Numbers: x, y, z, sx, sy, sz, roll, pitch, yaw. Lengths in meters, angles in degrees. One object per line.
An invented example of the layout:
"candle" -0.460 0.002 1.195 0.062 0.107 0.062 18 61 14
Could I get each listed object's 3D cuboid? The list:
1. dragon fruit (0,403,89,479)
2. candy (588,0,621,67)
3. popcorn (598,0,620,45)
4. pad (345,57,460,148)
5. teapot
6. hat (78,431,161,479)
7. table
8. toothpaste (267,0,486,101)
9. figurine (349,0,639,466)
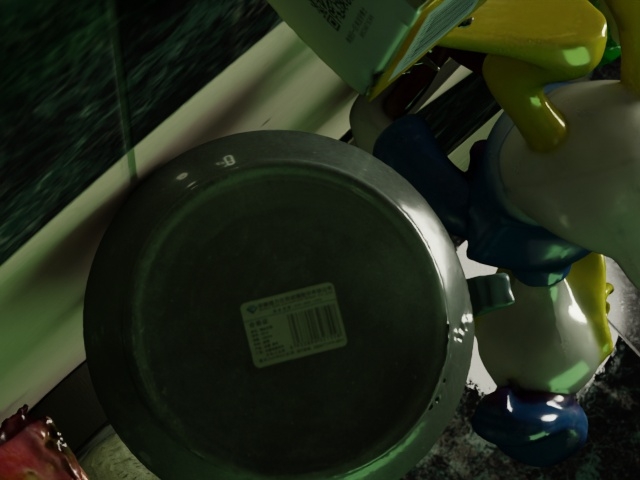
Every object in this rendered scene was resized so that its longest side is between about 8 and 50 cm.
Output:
"dragon fruit" -0.211 0.233 1.137 0.261 0.189 0.163 -59 -170 9
"candy" 0.275 -0.215 1.836 0.141 0.078 0.203 -41 -179 -12
"popcorn" 0.250 -0.190 1.171 0.198 0.212 0.198 -9 139 -8
"pad" -0.001 0.000 1.479 0.315 0.063 0.375 -38 174 -47
"teapot" -0.014 0.039 0.928 0.203 0.171 0.225 -8 177 -9
"hat" -0.095 0.189 1.256 0.257 0.257 0.130 -38 138 -50
"table" -0.149 0.109 1.307 0.133 0.043 0.133 -42 176 -3
"toothpaste" 0.113 -0.173 0.633 0.313 0.071 0.089 -41 174 -18
"figurine" 0.101 -0.018 1.090 0.205 0.338 0.283 -14 -150 -20
